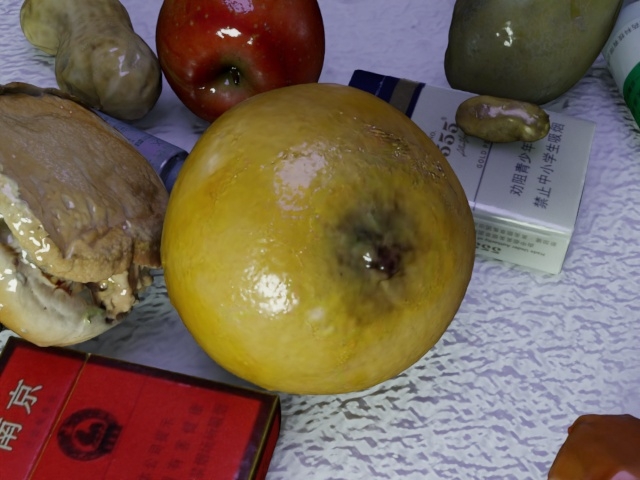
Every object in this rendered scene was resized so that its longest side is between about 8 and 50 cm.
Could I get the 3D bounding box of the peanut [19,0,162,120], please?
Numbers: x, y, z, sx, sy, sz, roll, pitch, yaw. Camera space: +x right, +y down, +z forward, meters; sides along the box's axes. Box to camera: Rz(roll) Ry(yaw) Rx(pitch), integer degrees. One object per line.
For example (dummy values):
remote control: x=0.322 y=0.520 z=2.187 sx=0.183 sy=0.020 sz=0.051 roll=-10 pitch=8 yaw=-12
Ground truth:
peanut: x=-0.244 y=-0.208 z=1.245 sx=0.103 sy=0.098 sz=0.229 roll=-15 pitch=48 yaw=-28

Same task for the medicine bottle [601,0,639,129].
medicine bottle: x=0.371 y=-0.135 z=1.195 sx=0.095 sy=0.095 sz=0.260 roll=-9 pitch=51 yaw=-8

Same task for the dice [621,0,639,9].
dice: x=0.301 y=-0.410 z=1.324 sx=0.255 sy=0.249 sz=0.252 roll=9 pitch=51 yaw=6

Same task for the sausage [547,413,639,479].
sausage: x=0.257 y=0.241 z=0.854 sx=0.133 sy=0.133 sz=0.258 roll=-15 pitch=48 yaw=-13

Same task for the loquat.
loquat: x=0.000 y=0.000 z=0.966 sx=0.263 sy=0.263 sz=0.263 roll=0 pitch=50 yaw=-1

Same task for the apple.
apple: x=-0.077 y=-0.206 z=1.195 sx=0.181 sy=0.181 sz=0.168 roll=13 pitch=37 yaw=10

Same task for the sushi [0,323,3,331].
sushi: x=-0.337 y=0.054 z=1.028 sx=0.098 sy=0.084 sz=0.094 roll=-27 pitch=59 yaw=-16

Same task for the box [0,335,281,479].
box: x=-0.166 y=0.175 z=0.936 sx=0.240 sy=0.074 sz=0.153 roll=11 pitch=54 yaw=10

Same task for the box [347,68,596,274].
box: x=0.129 y=-0.072 z=1.152 sx=0.259 sy=0.071 sz=0.168 roll=14 pitch=51 yaw=11

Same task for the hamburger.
hamburger: x=-0.248 y=-0.036 z=1.010 sx=0.146 sy=0.243 sz=0.286 roll=-43 pitch=41 yaw=17

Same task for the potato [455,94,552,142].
potato: x=0.175 y=-0.115 z=1.114 sx=0.092 sy=0.046 sz=0.045 roll=6 pitch=84 yaw=15

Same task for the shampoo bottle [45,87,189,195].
shampoo bottle: x=-0.194 y=-0.081 z=1.157 sx=0.214 sy=0.072 sz=0.072 roll=25 pitch=54 yaw=19

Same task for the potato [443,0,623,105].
potato: x=0.228 y=-0.234 z=1.206 sx=0.160 sy=0.235 sz=0.178 roll=38 pitch=14 yaw=-9
